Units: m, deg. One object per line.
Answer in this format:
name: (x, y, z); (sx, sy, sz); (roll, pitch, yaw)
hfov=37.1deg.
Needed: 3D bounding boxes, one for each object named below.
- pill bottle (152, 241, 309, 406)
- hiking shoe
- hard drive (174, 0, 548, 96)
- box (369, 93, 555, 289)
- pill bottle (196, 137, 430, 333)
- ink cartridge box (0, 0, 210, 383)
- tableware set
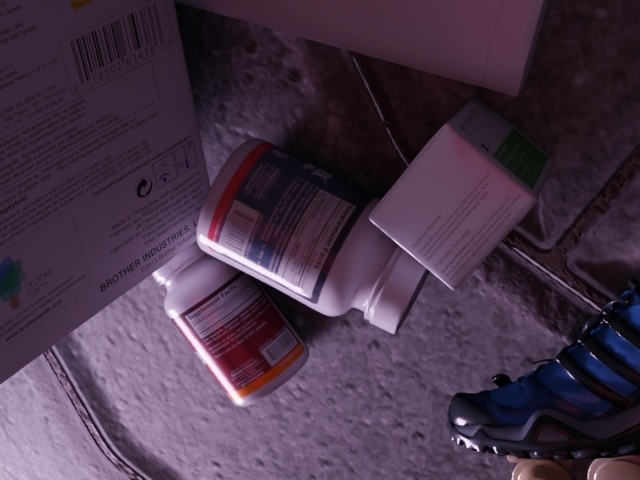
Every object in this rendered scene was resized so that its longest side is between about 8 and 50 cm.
pill bottle: (-0.085, 0.067, 0.861); (0.086, 0.086, 0.152); (-32, 96, 30)
hiking shoe: (0.238, 0.101, 0.746); (0.304, 0.113, 0.132); (-14, 72, 32)
hard drive: (0.026, -0.246, 0.707); (0.307, 0.040, 0.203); (18, 118, 14)
box: (0.109, -0.039, 0.725); (0.087, 0.101, 0.102); (40, 119, 3)
pill bottle: (0.000, 0.000, 0.784); (0.180, 0.108, 0.108); (27, 120, 10)
ink cartridge box: (-0.238, -0.129, 0.679); (0.151, 0.270, 0.395); (20, 132, 32)
tableware set: (0.240, 0.248, 0.842); (0.141, 0.020, 0.169); (-6, 110, 27)
